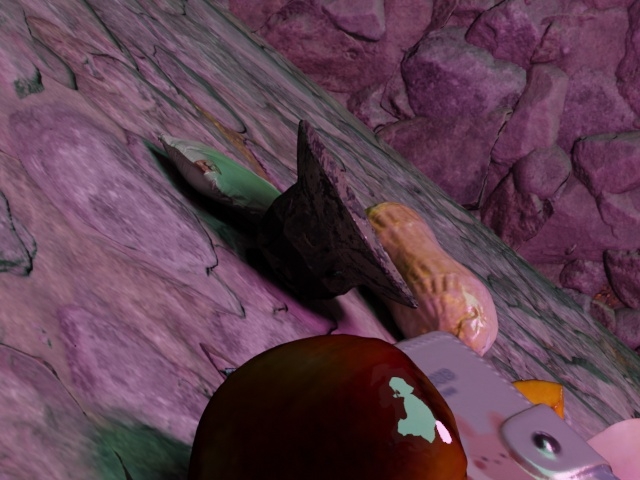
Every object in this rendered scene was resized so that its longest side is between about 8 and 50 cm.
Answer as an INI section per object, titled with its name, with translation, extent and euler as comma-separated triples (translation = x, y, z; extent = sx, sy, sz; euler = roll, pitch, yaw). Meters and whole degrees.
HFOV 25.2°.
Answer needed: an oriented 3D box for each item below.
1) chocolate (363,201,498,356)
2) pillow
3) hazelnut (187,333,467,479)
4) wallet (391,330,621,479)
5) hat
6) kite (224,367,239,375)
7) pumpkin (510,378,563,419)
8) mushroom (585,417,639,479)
[chocolate]
translation = 0.138, 0.059, 1.935
extent = 0.134, 0.134, 0.309
euler = 31, 15, -43
[pillow]
translation = -0.102, -0.063, 1.775
extent = 0.128, 0.051, 0.229
euler = 42, 8, 37
[hazelnut]
translation = -0.002, 0.170, 1.023
extent = 0.208, 0.208, 0.208
euler = 40, 12, -10
[wallet]
translation = 0.161, 0.222, 1.311
extent = 0.360, 0.083, 0.252
euler = 42, 34, 27
[hat]
translation = 0.000, 0.000, 1.704
extent = 0.265, 0.128, 0.265
euler = 55, 9, -13
[kite]
translation = 0.034, 0.206, 1.370
extent = 0.335, 0.011, 0.314
euler = 36, 14, -22
[pumpkin]
translation = 0.185, 0.269, 1.473
extent = 0.254, 0.149, 0.130
euler = -79, 166, -52
[mushroom]
translation = 0.398, 0.322, 1.666
extent = 0.236, 0.173, 0.162
euler = 33, 17, -39
